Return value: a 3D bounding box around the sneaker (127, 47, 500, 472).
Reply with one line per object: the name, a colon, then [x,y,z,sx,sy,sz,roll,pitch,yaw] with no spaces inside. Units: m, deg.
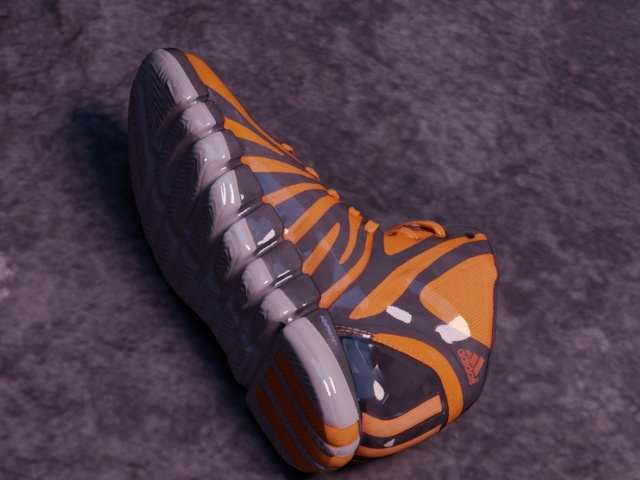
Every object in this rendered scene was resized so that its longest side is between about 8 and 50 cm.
sneaker: [0.000,0.000,1.310,0.180,0.124,0.321,-15,66,-31]
